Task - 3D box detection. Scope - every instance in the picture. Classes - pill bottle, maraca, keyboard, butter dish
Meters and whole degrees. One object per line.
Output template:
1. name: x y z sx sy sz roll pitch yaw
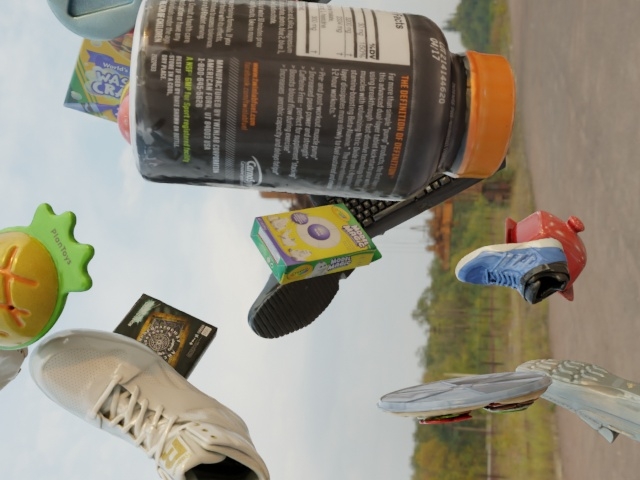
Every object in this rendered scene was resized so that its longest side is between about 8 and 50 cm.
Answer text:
1. pill bottle: 0.003 -0.094 0.482 0.130 0.246 0.130 -176 90 -84
2. maraca: -0.316 0.041 0.749 0.127 0.186 0.099 57 -162 6
3. keyboard: 0.125 -0.136 1.130 0.201 0.317 0.033 61 -173 -3
4. butter dish: 0.424 0.004 1.266 0.118 0.160 0.160 -49 5 30

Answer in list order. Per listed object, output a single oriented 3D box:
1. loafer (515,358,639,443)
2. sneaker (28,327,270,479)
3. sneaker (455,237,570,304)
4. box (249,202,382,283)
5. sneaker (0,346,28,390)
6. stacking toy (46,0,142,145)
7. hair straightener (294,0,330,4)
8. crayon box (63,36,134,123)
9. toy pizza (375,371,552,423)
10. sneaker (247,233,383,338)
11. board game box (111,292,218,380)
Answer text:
1. loafer: 0.465 0.273 1.134 0.112 0.319 0.111 -12 -72 -44
2. sneaker: -0.182 0.200 0.781 0.108 0.293 0.169 -59 22 -4
3. sneaker: 0.268 0.050 0.974 0.084 0.152 0.058 -91 -13 -46
4. box: 0.000 0.000 1.028 0.105 0.179 0.043 54 139 34
5. sneaker: -0.705 0.225 1.520 0.123 0.106 0.290 -41 -16 -39
6. stacking toy: -0.195 -0.282 0.928 0.130 0.280 0.308 -95 -19 -68
7. hair straightener: -0.048 -0.322 1.094 0.047 0.230 0.089 15 -103 -34
8. crayon box: -0.276 -0.303 1.128 0.323 0.203 0.083 -44 36 50
9. toy pizza: 0.164 0.183 0.805 0.201 0.201 0.032 18 -119 -76
10. sneaker: -0.032 0.044 1.306 0.330 0.146 0.122 -44 -45 -23
11. board game box: -0.241 0.165 0.973 0.186 0.126 0.026 -59 -9 -45
